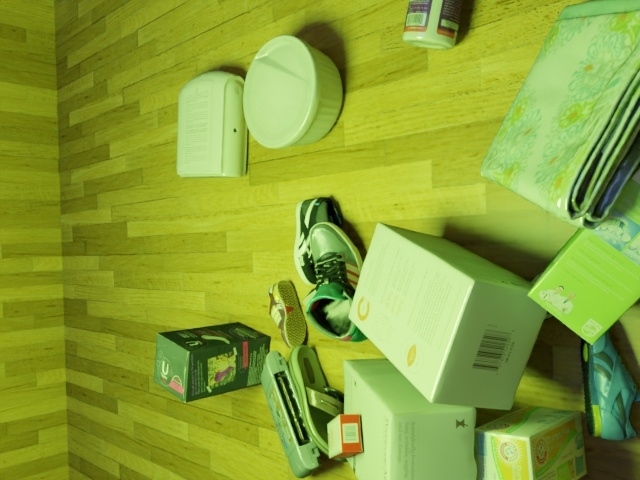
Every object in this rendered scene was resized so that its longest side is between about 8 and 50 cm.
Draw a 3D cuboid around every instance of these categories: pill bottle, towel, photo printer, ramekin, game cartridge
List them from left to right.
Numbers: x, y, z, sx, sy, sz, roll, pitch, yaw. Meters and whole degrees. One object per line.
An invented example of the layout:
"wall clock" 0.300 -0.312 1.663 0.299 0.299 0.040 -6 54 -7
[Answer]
"photo printer" -0.320 -0.338 1.767 0.256 0.107 0.307 4 94 45
"game cartridge" -0.082 0.446 1.528 0.198 0.062 0.297 114 138 -56
"ramekin" -0.062 -0.359 1.492 0.273 0.127 0.272 2 93 46
"pill bottle" 0.234 -0.490 1.203 0.108 0.108 0.193 21 105 43
"towel" 0.388 -0.205 0.916 0.320 0.090 0.374 -61 12 13

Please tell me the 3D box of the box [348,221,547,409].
"box" 0.215 0.124 1.103 0.345 0.168 0.215 40 116 63

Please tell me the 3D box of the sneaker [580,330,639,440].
"sneaker" 0.487 0.226 1.010 0.082 0.069 0.209 -3 78 13

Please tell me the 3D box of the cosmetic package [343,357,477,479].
"cosmetic package" 0.152 0.369 1.149 0.385 0.156 0.217 -178 88 -82

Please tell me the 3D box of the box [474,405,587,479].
"box" 0.361 0.362 1.030 0.103 0.203 0.114 -8 85 45

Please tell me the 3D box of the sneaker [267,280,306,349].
"sneaker" -0.094 0.203 1.590 0.084 0.070 0.185 -36 60 49

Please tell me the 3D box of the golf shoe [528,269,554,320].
"golf shoe" 0.370 0.126 1.094 0.077 0.094 0.198 54 125 30

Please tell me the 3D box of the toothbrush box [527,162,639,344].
"toothbrush box" 0.462 -0.010 0.900 0.122 0.206 0.283 39 119 16

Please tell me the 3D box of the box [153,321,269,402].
"box" -0.294 0.324 1.643 0.165 0.270 0.143 15 101 45

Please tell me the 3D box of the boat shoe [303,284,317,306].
"boat shoe" 0.006 0.127 1.499 0.046 0.038 0.125 39 130 -13

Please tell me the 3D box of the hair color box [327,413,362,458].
"hair color box" 0.046 0.389 1.190 0.141 0.043 0.072 112 157 -65

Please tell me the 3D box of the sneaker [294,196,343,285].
"sneaker" 0.000 0.000 1.473 0.121 0.079 0.216 -8 85 44

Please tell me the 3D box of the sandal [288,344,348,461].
"sandal" 0.010 0.386 1.454 0.086 0.120 0.302 -34 66 26

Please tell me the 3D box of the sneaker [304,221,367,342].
"sneaker" 0.023 0.098 1.347 0.124 0.178 0.295 -27 82 24
